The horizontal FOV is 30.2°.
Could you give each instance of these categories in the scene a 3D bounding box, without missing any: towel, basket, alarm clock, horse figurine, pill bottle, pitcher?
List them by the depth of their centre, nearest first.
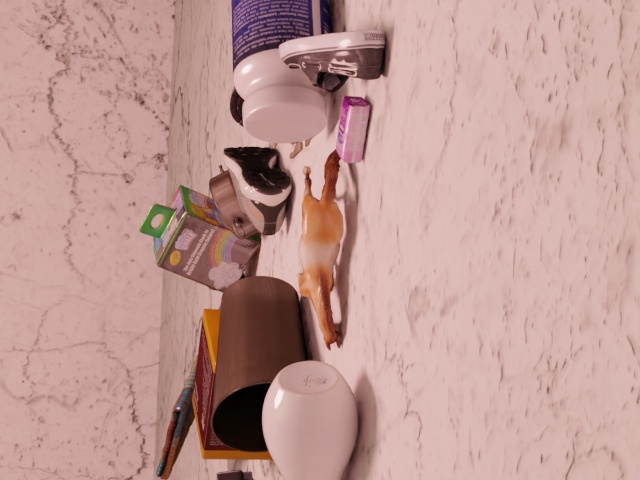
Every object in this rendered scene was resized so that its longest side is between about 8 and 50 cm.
[{"bbox_3d":[-0.010,0.255,1.584,0.178,0.125,0.207,-81,-11,-63],"label":"pitcher"},{"bbox_3d":[0.000,0.000,1.682,0.174,0.066,0.263,-105,19,-66],"label":"horse figurine"},{"bbox_3d":[-0.058,-0.290,1.794,0.153,0.153,0.265,120,150,-62],"label":"pill bottle"},{"bbox_3d":[-0.092,0.181,1.853,0.204,0.154,0.227,111,161,-49],"label":"basket"},{"bbox_3d":[-0.151,-0.060,2.209,0.129,0.064,0.192,57,-166,-30],"label":"alarm clock"},{"bbox_3d":[-0.240,0.262,2.370,0.271,0.040,0.370,109,-178,-47],"label":"towel"}]

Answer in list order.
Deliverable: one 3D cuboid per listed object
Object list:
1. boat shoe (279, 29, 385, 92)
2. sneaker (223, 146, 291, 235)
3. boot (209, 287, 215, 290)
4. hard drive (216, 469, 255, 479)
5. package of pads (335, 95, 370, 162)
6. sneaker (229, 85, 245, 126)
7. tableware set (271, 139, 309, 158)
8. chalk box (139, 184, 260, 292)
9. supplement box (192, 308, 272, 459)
[{"bbox_3d":[0.015,-0.238,1.603,0.228,0.080,0.076,5,100,56],"label":"boat shoe"},{"bbox_3d":[-0.118,-0.098,2.122,0.271,0.100,0.108,-115,25,-62],"label":"sneaker"},{"bbox_3d":[-0.224,-0.020,2.578,0.165,0.077,0.213,-110,24,-62],"label":"boot"},{"bbox_3d":[-0.103,0.544,1.805,0.237,0.064,0.339,69,-165,-61],"label":"hard drive"},{"bbox_3d":[0.043,-0.150,1.606,0.050,0.031,0.083,-121,37,-62],"label":"package of pads"},{"bbox_3d":[-0.083,-0.337,2.022,0.124,0.107,0.283,-73,7,-56],"label":"sneaker"},{"bbox_3d":[-0.045,-0.214,1.962,0.194,0.039,0.128,146,126,-73],"label":"tableware set"},{"bbox_3d":[-0.245,-0.010,2.311,0.132,0.213,0.132,-58,22,18],"label":"chalk box"},{"bbox_3d":[-0.143,0.249,2.068,0.191,0.129,0.194,-114,31,-62],"label":"supplement box"}]
